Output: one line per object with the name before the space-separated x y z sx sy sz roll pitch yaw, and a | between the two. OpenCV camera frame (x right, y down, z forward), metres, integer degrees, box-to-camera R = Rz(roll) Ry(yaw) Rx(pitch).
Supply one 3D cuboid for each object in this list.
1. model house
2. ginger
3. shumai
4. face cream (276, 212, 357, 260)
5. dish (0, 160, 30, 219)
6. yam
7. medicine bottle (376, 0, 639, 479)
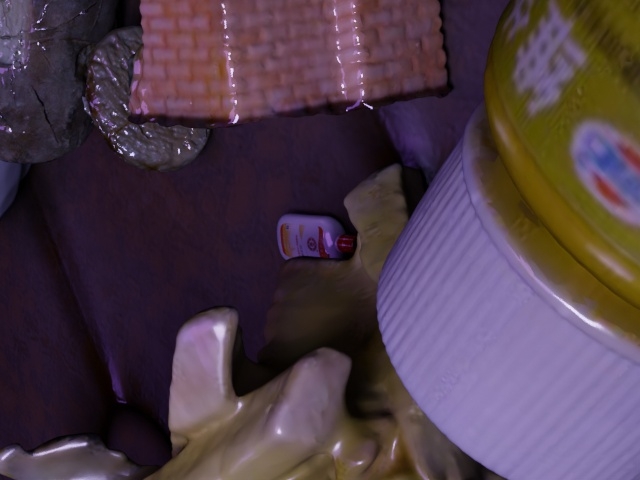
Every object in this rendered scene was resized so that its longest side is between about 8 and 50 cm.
model house | -0.031 -0.169 0.751 0.166 0.183 0.172 12 112 45
ginger | -0.051 0.114 0.724 0.358 0.413 0.211 -2 113 60
shumai | -0.153 -0.111 0.986 0.087 0.099 0.123 -21 83 66
face cream | 0.000 0.000 0.889 0.083 0.021 0.040 5 106 47
dish | -0.385 -0.120 1.212 0.303 0.120 0.303 17 114 45
yam | -0.241 -0.209 1.007 0.154 0.154 0.254 37 129 36
medicine bottle | 0.188 -0.062 0.505 0.224 0.224 0.384 53 135 24
